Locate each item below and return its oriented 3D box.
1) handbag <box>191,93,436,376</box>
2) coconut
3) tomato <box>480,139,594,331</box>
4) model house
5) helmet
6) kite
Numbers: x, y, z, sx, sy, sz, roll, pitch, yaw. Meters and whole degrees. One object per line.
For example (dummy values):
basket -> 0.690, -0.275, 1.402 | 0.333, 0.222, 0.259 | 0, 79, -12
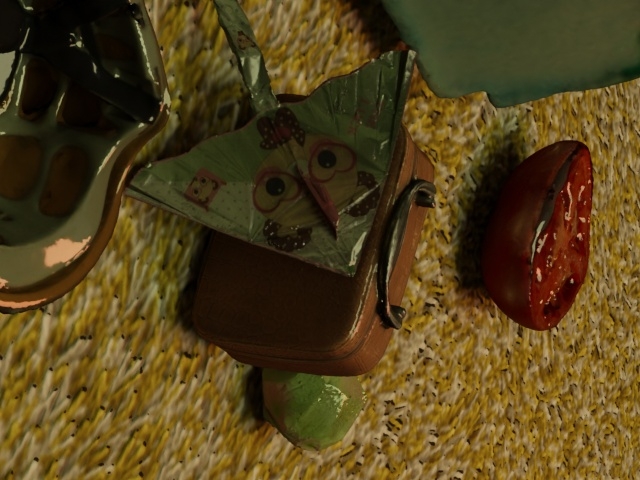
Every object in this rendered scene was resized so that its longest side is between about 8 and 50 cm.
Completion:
handbag -> 0.000, 0.000, 1.226 | 0.072, 0.151, 0.193 | 46, 60, -59
coconut -> -0.008, 0.120, 1.321 | 0.082, 0.081, 0.083 | 63, 18, 20
tomato -> 0.197, -0.005, 1.619 | 0.174, 0.082, 0.166 | -45, 138, -51
model house -> 0.150, -0.288, 1.374 | 0.280, 0.230, 0.248 | 56, 27, -52
helmet -> -0.183, -0.085, 0.921 | 0.198, 0.130, 0.224 | -25, 129, -50
kite -> -0.035, -0.087, 1.167 | 0.229, 0.012, 0.250 | -24, 86, -14
